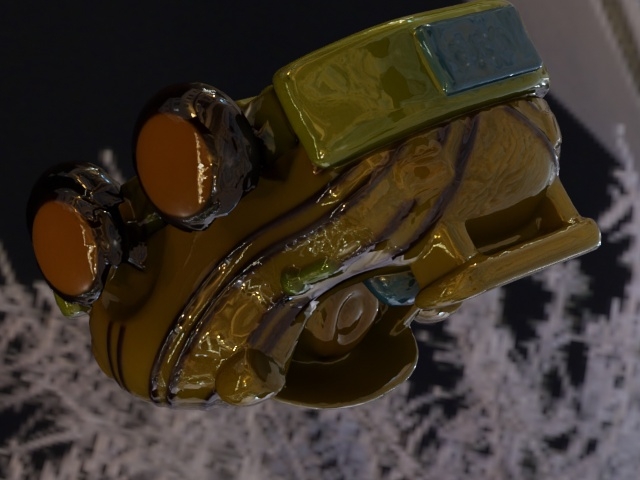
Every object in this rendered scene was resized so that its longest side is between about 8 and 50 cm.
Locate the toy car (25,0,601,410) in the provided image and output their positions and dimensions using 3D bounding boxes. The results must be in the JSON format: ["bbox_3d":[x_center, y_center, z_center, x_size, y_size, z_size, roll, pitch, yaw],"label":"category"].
[{"bbox_3d":[0.000,0.000,0.747,0.200,0.248,0.142,-19,-98,-43],"label":"toy car"}]
